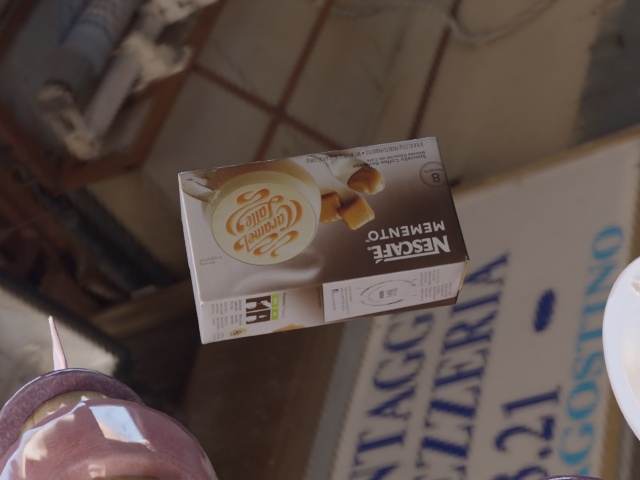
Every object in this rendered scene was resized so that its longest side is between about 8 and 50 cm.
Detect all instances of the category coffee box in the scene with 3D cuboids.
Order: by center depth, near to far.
[{"bbox_3d":[0.000,0.000,1.460,0.098,0.246,0.141,94,166,-62],"label":"coffee box"}]

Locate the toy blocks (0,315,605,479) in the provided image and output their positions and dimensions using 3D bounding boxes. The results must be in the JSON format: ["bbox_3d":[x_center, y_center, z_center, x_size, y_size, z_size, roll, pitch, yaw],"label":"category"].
[{"bbox_3d":[-0.049,0.180,0.459,0.309,0.260,0.289,0,-86,-14],"label":"toy blocks"}]

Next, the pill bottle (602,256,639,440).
[{"bbox_3d":[0.347,0.059,1.090,0.272,0.152,0.152,-11,-98,-26],"label":"pill bottle"}]
